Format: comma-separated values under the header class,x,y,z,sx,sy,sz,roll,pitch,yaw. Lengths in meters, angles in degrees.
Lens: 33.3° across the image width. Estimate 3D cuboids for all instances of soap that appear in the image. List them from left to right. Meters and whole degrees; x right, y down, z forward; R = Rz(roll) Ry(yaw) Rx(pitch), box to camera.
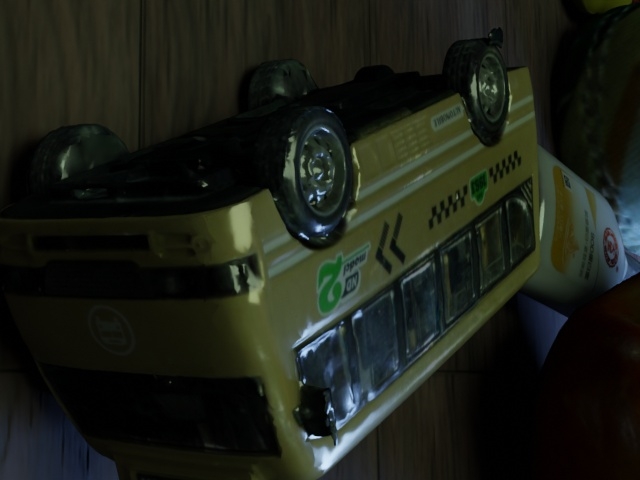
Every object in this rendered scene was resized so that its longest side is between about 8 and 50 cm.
class,x,y,z,sx,sy,sz,roll,pitch,yaw
soap,0.320,-0.301,1.228,0.140,0.045,0.089,-11,94,-53

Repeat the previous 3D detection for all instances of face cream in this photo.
class,x,y,z,sx,sy,sz,roll,pitch,yaw
face cream,0.252,0.009,1.062,0.291,0.071,0.144,27,63,-50

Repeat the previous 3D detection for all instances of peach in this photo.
class,x,y,z,sx,sy,sz,roll,pitch,yaw
peach,0.345,0.184,0.953,0.335,0.310,0.406,-50,145,-38

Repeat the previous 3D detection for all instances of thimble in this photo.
class,x,y,z,sx,sy,sz,roll,pitch,yaw
thimble,0.385,-0.124,1.175,0.254,0.167,0.288,-9,96,-45

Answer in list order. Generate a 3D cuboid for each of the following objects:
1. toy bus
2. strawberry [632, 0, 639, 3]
class,x,y,z,sx,sy,sz,roll,pitch,yaw
toy bus,0.000,0.000,0.628,0.365,0.176,0.202,-30,115,-53
strawberry,0.413,-0.307,1.359,0.104,0.048,0.152,-28,110,-56
